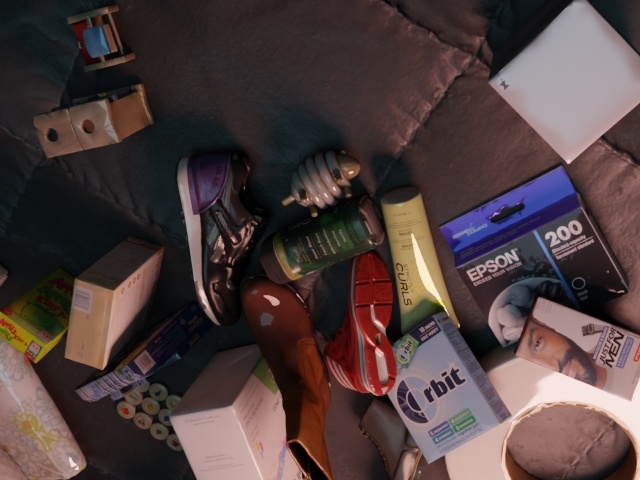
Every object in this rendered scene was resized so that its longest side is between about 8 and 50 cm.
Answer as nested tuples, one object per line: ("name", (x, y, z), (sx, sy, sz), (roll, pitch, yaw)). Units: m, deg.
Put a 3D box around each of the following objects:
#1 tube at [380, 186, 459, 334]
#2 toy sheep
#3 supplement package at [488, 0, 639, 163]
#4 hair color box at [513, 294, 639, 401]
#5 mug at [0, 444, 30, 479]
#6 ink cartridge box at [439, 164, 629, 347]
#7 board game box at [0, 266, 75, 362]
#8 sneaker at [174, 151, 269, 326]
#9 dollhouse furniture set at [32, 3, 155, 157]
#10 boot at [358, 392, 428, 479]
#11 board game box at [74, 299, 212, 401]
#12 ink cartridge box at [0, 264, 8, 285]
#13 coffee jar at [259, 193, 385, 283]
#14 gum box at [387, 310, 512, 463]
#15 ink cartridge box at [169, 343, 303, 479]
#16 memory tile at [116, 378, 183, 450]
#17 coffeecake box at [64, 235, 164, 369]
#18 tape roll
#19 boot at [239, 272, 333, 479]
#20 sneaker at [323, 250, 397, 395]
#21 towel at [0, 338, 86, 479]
("tube", (0.146, 0.038, 1.192), (0.070, 0.062, 0.240), (18, 130, 50))
("toy sheep", (-0.001, -0.086, 1.162), (0.132, 0.091, 0.091), (-25, 103, 10))
("supplement package", (0.300, -0.211, 0.955), (0.134, 0.244, 0.139), (44, 114, -5))
("hair color box", (0.369, 0.150, 1.110), (0.167, 0.053, 0.093), (21, 92, 11))
("mug", (-0.678, 0.459, 1.373), (0.328, 0.276, 0.374), (44, 145, -15))
("ink cartridge box", (0.310, 0.028, 1.154), (0.206, 0.045, 0.208), (-29, 100, 22))
("board game box", (-0.450, 0.119, 1.298), (0.092, 0.181, 0.043), (36, 114, -2))
("sneaker", (-0.138, 0.003, 1.224), (0.124, 0.107, 0.283), (-6, 109, 9))
("dollhouse furniture set", (-0.355, -0.237, 1.168), (0.128, 0.129, 0.184), (-9, 109, 17))
("boot", (0.109, 0.357, 1.320), (0.137, 0.077, 0.198), (25, 101, 8))
("board game box", (-0.306, 0.202, 1.315), (0.194, 0.194, 0.060), (-29, 101, 36))
("ink cartridge box", (-0.671, 0.048, 1.381), (0.190, 0.082, 0.139), (44, 114, -3))
("coffee jar", (0.000, 0.000, 1.190), (0.184, 0.096, 0.079), (-23, 101, 20))
("gum box", (0.178, 0.226, 1.207), (0.157, 0.041, 0.184), (-42, 71, 37))
("ink cartridge box", (-0.098, 0.374, 1.295), (0.119, 0.207, 0.354), (-14, 108, 20))
("memory tile", (-0.293, 0.311, 1.426), (0.148, 0.012, 0.113), (33, 114, 0))
("coffeecake box", (-0.326, 0.095, 1.257), (0.068, 0.185, 0.142), (17, 113, 7))
("tape roll", (0.390, 0.324, 1.233), (0.391, 0.072, 0.392), (5, 112, 13))
("boot", (-0.053, 0.212, 1.159), (0.096, 0.280, 0.264), (-15, 116, 6))
("sneaker", (0.045, 0.131, 1.236), (0.128, 0.087, 0.221), (-9, 80, 48))
("towel", (-0.664, 0.343, 1.492), (0.374, 0.090, 0.321), (-20, 107, 20))
